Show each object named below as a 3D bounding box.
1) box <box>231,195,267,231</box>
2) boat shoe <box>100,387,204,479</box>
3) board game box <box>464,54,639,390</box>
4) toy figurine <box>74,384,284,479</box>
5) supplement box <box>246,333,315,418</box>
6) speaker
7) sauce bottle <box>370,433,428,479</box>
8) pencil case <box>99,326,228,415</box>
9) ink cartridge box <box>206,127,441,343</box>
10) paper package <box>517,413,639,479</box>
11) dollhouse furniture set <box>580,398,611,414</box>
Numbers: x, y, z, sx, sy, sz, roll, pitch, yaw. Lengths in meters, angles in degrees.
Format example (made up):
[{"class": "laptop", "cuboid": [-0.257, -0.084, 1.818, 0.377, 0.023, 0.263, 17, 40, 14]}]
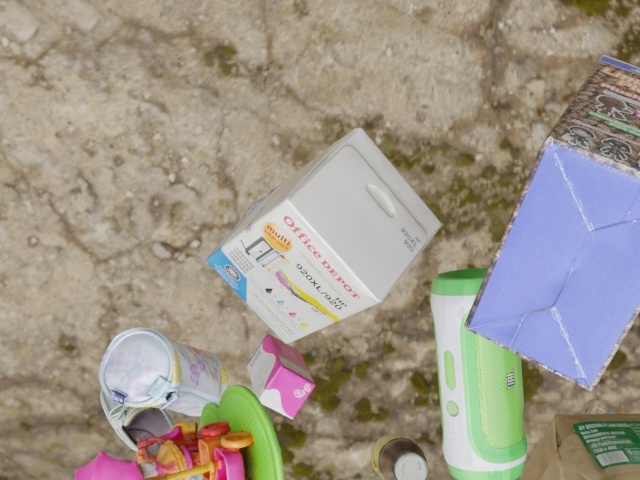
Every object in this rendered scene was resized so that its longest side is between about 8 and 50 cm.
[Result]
[{"class": "box", "cuboid": [-0.173, -0.049, 1.902, 0.027, 0.137, 0.094, 43, 149, -19]}, {"class": "boat shoe", "cuboid": [-0.361, 0.395, 1.604, 0.320, 0.118, 0.103, 45, 158, 28]}, {"class": "board game box", "cuboid": [0.294, -0.033, 0.806, 0.141, 0.291, 0.232, 26, 125, 16]}, {"class": "toy figurine", "cuboid": [-0.142, 0.205, 0.679, 0.173, 0.159, 0.130, 2, 98, 59]}, {"class": "supplement box", "cuboid": [-0.106, 0.349, 1.975, 0.114, 0.220, 0.111, 32, 96, -17]}, {"class": "speaker", "cuboid": [0.232, 0.194, 1.113, 0.131, 0.131, 0.297, -4, 95, 15]}, {"class": "sauce bottle", "cuboid": [0.178, 0.498, 1.717, 0.111, 0.344, 0.111, 0, 78, 0]}, {"class": "pencil case", "cuboid": [-0.230, 0.208, 1.173, 0.124, 0.273, 0.113, 21, 79, 14]}, {"class": "ink cartridge box", "cuboid": [0.000, 0.000, 1.002, 0.171, 0.168, 0.232, 47, 143, -8]}, {"class": "paper package", "cuboid": [0.515, 0.458, 1.320, 0.324, 0.168, 0.310, 4, 120, -22]}, {"class": "dollhouse furniture set", "cuboid": [0.705, 0.457, 1.815, 0.129, 0.129, 0.184, 29, 160, 5]}]
